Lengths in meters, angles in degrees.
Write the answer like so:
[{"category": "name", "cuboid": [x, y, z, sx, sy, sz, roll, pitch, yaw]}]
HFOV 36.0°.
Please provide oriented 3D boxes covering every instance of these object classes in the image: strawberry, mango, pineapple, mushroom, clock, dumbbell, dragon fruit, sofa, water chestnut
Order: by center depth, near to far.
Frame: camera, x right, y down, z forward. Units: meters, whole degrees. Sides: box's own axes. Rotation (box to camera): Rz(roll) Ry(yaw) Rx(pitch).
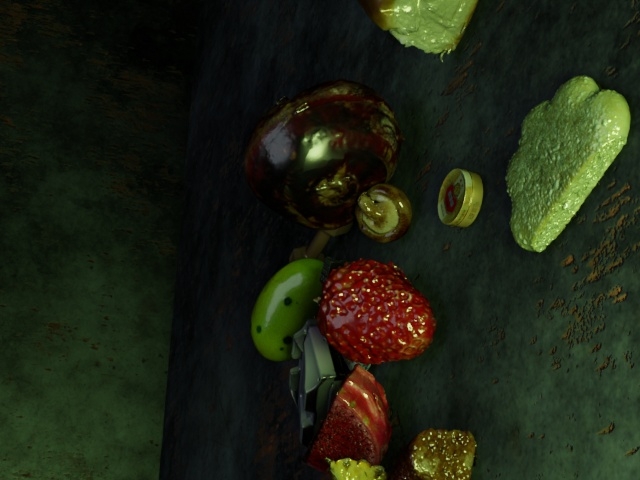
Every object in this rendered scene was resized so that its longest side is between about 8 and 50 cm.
[{"category": "pineapple", "cuboid": [0.103, 0.474, 1.738, 0.079, 0.135, 0.233, 78, 170, -66]}, {"category": "strawberry", "cuboid": [0.120, 0.142, 1.836, 0.244, 0.205, 0.205, 11, 90, 48]}, {"category": "dragon fruit", "cuboid": [0.063, 0.359, 1.894, 0.189, 0.163, 0.261, 54, 141, 25]}, {"category": "mushroom", "cuboid": [0.127, -0.053, 1.969, 0.087, 0.127, 0.127, -33, -25, -50]}, {"category": "water chestnut", "cuboid": [-0.005, -0.200, 2.050, 0.302, 0.350, 0.350, 59, 138, 35]}, {"category": "sofa", "cuboid": [0.062, 0.073, 2.062, 0.039, 0.118, 0.060, -132, 55, -64]}, {"category": "clock", "cuboid": [-0.011, 0.313, 2.111, 0.186, 0.083, 0.253, -108, 19, -52]}, {"category": "mango", "cuboid": [-0.066, 0.161, 2.322, 0.175, 0.143, 0.293, 43, 121, 20]}, {"category": "dumbbell", "cuboid": [0.000, 0.000, 2.323, 0.231, 0.082, 0.092, 120, 152, -42]}]

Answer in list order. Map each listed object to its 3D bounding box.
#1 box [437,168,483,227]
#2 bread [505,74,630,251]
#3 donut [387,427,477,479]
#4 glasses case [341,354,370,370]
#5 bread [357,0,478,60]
[{"category": "box", "cuboid": [0.248, -0.075, 1.752, 0.105, 0.037, 0.105, -169, 90, -70]}, {"category": "bread", "cuboid": [0.351, -0.129, 1.481, 0.207, 0.056, 0.286, -105, 33, -47]}, {"category": "donut", "cuboid": [0.170, 0.404, 1.608, 0.186, 0.126, 0.144, 122, 158, -45]}, {"category": "glasses case", "cuboid": [0.063, 0.178, 2.082, 0.248, 0.065, 0.087, -109, 30, -53]}, {"category": "bread", "cuboid": [0.187, -0.527, 1.877, 0.279, 0.225, 0.250, -62, 27, 29]}]
